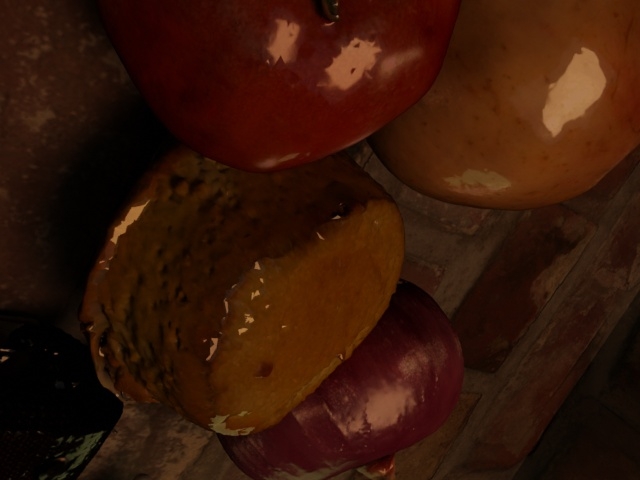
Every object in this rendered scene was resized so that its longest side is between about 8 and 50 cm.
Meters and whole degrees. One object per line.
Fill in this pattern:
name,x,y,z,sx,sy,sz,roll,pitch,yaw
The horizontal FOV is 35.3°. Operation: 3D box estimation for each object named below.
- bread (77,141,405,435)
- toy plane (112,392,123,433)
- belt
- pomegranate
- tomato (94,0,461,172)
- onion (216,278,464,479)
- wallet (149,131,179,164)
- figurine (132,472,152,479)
bread,-0.075,0.045,1.085,0.358,0.204,0.337,-32,136,-31
toy plane,-0.272,0.200,1.264,0.130,0.061,0.189,-27,138,-33
belt,-0.341,0.161,1.038,0.164,0.184,0.289,-50,147,20
pomegranate,0.198,-0.228,1.147,0.411,0.411,0.412,-30,140,-29
tomato,-0.043,-0.229,0.912,0.293,0.290,0.325,-43,100,-18
onion,0.029,0.216,1.374,0.358,0.345,0.358,-12,148,-7
wallet,-0.082,-0.089,1.211,0.176,0.075,0.250,-52,145,-5
figurine,-0.337,0.481,1.368,0.370,0.167,0.281,-41,180,2
